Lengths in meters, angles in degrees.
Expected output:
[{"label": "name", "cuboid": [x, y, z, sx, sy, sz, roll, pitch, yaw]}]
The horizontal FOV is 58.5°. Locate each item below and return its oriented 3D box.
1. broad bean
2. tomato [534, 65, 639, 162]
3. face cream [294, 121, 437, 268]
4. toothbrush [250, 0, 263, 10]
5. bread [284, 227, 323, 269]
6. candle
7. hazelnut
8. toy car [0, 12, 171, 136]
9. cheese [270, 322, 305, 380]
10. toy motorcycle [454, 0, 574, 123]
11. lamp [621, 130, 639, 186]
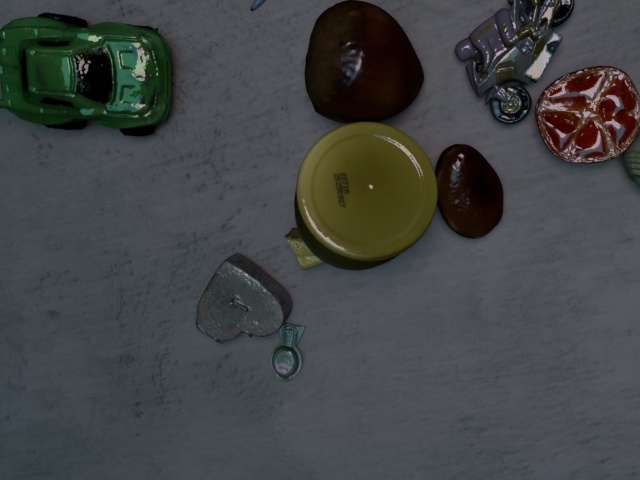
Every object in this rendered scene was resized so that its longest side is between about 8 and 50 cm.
[{"label": "broad bean", "cuboid": [0.252, -0.083, 0.980, 0.114, 0.084, 0.165, -28, 100, 16]}, {"label": "tomato", "cuboid": [0.427, -0.196, 0.914, 0.156, 0.069, 0.155, 3, 99, 20]}, {"label": "face cream", "cuboid": [0.066, -0.065, 0.941, 0.218, 0.179, 0.218, 0, 82, -3]}, {"label": "toothbrush", "cuboid": [-0.059, -0.478, 1.007, 0.193, 0.019, 0.013, -41, 90, 21]}, {"label": "bread", "cuboid": [0.000, 0.000, 1.062, 0.109, 0.084, 0.080, -24, 97, 19]}, {"label": "candle", "cuboid": [-0.160, 0.112, 1.138, 0.192, 0.068, 0.168, -8, 101, 17]}, {"label": "hazelnut", "cuboid": [0.076, -0.282, 0.939, 0.208, 0.208, 0.208, 3, 103, 14]}, {"label": "toy car", "cuboid": [-0.464, -0.310, 1.068, 0.359, 0.176, 0.213, 9, 105, 12]}, {"label": "cheese", "cuboid": [-0.068, 0.228, 1.161, 0.067, 0.026, 0.120, 10, 96, 13]}, {"label": "toy motorcycle", "cuboid": [0.299, -0.312, 0.922, 0.152, 0.073, 0.225, 23, 108, 12]}, {"label": "lamp", "cuboid": [0.549, -0.165, 0.880, 0.106, 0.106, 0.193, 30, 98, 7]}]
